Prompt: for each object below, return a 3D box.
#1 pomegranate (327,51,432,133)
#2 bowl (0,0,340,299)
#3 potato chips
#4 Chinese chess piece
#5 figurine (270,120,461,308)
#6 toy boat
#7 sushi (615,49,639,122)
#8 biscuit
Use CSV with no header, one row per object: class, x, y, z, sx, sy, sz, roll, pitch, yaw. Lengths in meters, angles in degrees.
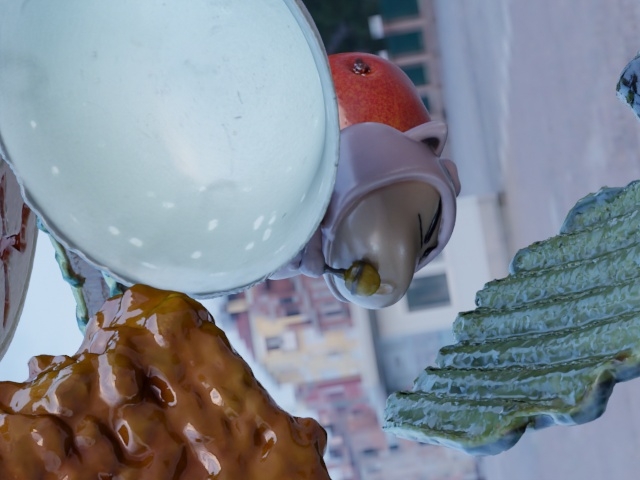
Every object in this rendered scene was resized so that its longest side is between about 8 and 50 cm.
pomegranate,0.035,-0.107,2.022,0.221,0.221,0.256,-95,-3,-53
bowl,-0.099,-0.125,1.283,0.146,0.313,0.313,-41,-55,-57
potato chips,0.235,0.067,1.598,0.070,0.358,0.429,44,153,-14
Chinese chess piece,-0.427,-0.006,1.906,0.338,0.141,0.338,9,-90,-85
figurine,0.000,0.000,1.465,0.176,0.288,0.186,106,145,-47
toy boat,-0.203,0.084,1.539,0.108,0.099,0.292,27,133,41
sushi,0.326,-0.143,1.178,0.127,0.225,0.124,50,-166,20
biscuit,-0.122,0.211,1.116,0.318,0.312,0.110,56,142,0
